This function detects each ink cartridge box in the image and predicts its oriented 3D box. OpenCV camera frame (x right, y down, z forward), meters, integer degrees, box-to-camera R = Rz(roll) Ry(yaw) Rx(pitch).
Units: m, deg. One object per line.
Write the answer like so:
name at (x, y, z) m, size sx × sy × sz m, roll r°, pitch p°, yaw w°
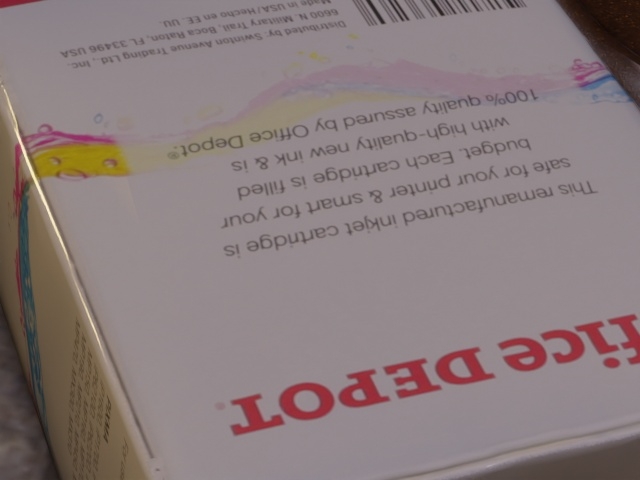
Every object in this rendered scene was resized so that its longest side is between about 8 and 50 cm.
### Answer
ink cartridge box at (0.000, 0.000, 0.614) m, size 0.226 × 0.131 × 0.306 m, roll -10°, pitch 49°, yaw -20°

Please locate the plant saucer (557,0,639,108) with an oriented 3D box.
plant saucer at (0.221, -0.112, 0.828) m, size 0.310 × 0.050 × 0.310 m, roll 5°, pitch 43°, yaw -5°
